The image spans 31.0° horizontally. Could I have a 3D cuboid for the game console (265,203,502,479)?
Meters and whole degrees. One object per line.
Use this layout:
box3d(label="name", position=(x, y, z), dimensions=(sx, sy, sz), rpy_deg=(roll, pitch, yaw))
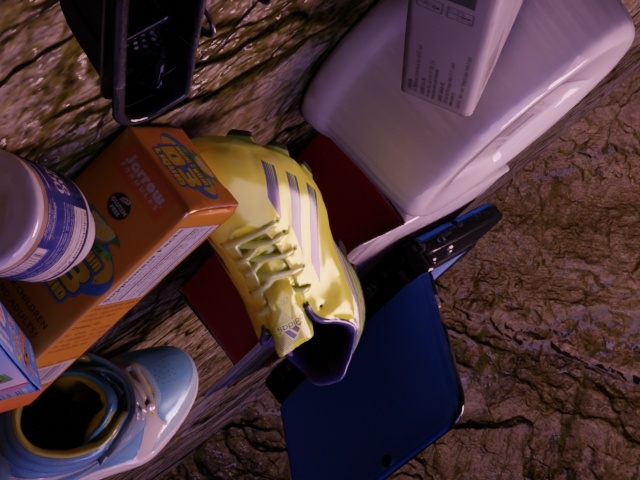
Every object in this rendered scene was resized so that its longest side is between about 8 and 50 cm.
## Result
box3d(label="game console", position=(0.084, 0.131, 1.214), dimensions=(0.250, 0.173, 0.293), rpy_deg=(-25, 164, -46))

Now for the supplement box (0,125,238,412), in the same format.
box3d(label="supplement box", position=(-0.169, 0.023, 0.787), dimensions=(0.233, 0.078, 0.080), rpy_deg=(-42, 168, 17))

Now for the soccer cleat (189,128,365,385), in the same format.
box3d(label="soccer cleat", position=(-0.033, 0.021, 0.901), dimensions=(0.093, 0.121, 0.289), rpy_deg=(-10, 147, 18))

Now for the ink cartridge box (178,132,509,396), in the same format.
box3d(label="ink cartridge box", position=(0.000, 0.000, 1.203), dimensions=(0.272, 0.130, 0.309), rpy_deg=(-26, 165, -49))

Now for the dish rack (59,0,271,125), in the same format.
box3d(label="dish rack", position=(0.008, -0.178, 0.473), dimensions=(0.271, 0.074, 0.208), rpy_deg=(-36, 173, -20))

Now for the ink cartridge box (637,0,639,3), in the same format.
box3d(label="ink cartridge box", position=(0.361, -0.246, 0.930), dimensions=(0.114, 0.273, 0.197), rpy_deg=(-32, 170, -36))

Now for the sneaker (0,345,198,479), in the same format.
box3d(label="sneaker", position=(-0.216, 0.172, 1.221), dimensions=(0.319, 0.127, 0.208), rpy_deg=(-32, 170, -45))

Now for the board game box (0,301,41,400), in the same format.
box3d(label="board game box", position=(-0.249, 0.071, 0.638), dimensions=(0.160, 0.039, 0.211), rpy_deg=(-13, 167, -10))

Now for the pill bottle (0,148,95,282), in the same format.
box3d(label="pill bottle", position=(-0.167, -0.011, 0.640), dimensions=(0.067, 0.067, 0.120), rpy_deg=(-39, 172, 2))

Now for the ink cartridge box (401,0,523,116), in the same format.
box3d(label="ink cartridge box", position=(0.127, -0.228, 0.718), dimensions=(0.275, 0.060, 0.239), rpy_deg=(79, 35, -79))

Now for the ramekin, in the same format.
box3d(label="ramekin", position=(0.132, -0.144, 0.982), dimensions=(0.277, 0.135, 0.277), rpy_deg=(-38, 172, -6))
